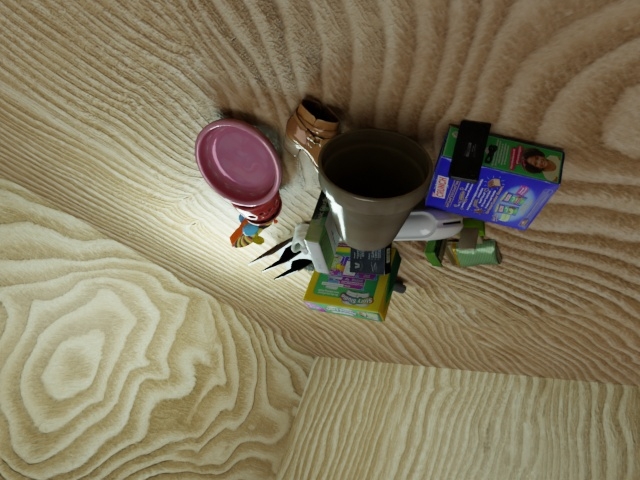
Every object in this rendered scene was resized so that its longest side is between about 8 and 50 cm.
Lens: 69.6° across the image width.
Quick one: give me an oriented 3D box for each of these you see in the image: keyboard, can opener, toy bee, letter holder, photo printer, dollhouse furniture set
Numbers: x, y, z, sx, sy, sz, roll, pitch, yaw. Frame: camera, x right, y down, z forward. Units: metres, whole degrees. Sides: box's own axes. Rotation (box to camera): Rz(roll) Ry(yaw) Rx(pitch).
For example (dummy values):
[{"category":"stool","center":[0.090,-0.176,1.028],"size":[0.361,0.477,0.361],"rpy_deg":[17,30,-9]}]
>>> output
[{"category":"keyboard","center":[0.408,-0.233,1.217],"size":[0.108,0.180,0.023],"rpy_deg":[13,163,16]},{"category":"can opener","center":[0.294,0.172,2.207],"size":[0.283,0.095,0.076],"rpy_deg":[18,-164,-21]},{"category":"toy bee","center":[-0.278,-0.068,2.057],"size":[0.162,0.195,0.298],"rpy_deg":[8,153,-36]},{"category":"letter holder","center":[-0.189,0.102,2.207],"size":[0.302,0.214,0.152],"rpy_deg":[-24,98,55]},{"category":"photo printer","center":[0.324,-0.056,1.590],"size":[0.307,0.107,0.256],"rpy_deg":[-1,-176,38]},{"category":"dollhouse furniture set","center":[0.545,0.063,1.729],"size":[0.197,0.151,0.301],"rpy_deg":[0,148,35]}]

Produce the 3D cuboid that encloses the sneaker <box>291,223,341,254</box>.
[{"category":"sneaker","center":[0.000,0.000,1.997],"size":[0.305,0.152,0.114],"rpy_deg":[-6,142,40]}]

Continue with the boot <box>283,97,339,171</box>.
[{"category":"boot","center":[0.028,-0.316,1.441],"size":[0.283,0.109,0.220],"rpy_deg":[30,149,-4]}]

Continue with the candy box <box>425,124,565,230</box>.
[{"category":"candy box","center":[0.489,-0.173,1.344],"size":[0.317,0.122,0.268],"rpy_deg":[15,155,9]}]

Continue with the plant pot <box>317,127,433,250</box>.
[{"category":"plant pot","center":[0.150,-0.126,1.373],"size":[0.323,0.323,0.280],"rpy_deg":[14,138,12]}]

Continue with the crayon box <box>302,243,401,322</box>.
[{"category":"crayon box","center":[0.143,0.176,2.051],"size":[0.363,0.313,0.106],"rpy_deg":[5,151,28]}]

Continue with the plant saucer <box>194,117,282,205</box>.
[{"category":"plant saucer","center":[-0.281,-0.281,1.629],"size":[0.332,0.084,0.332],"rpy_deg":[12,130,15]}]

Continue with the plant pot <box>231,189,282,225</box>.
[{"category":"plant pot","center":[-0.245,-0.166,1.817],"size":[0.191,0.191,0.174],"rpy_deg":[11,161,17]}]

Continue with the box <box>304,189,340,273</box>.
[{"category":"box","center":[0.032,-0.075,1.632],"size":[0.058,0.322,0.232],"rpy_deg":[8,152,16]}]

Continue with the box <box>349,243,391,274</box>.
[{"category":"box","center":[0.210,0.058,1.927],"size":[0.158,0.156,0.093],"rpy_deg":[4,-175,26]}]

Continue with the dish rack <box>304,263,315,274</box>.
[{"category":"dish rack","center":[-0.030,0.131,2.362],"size":[0.271,0.074,0.208],"rpy_deg":[-2,146,38]}]
